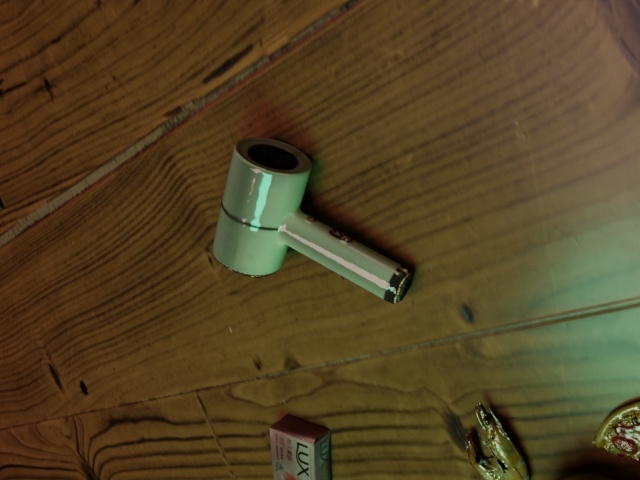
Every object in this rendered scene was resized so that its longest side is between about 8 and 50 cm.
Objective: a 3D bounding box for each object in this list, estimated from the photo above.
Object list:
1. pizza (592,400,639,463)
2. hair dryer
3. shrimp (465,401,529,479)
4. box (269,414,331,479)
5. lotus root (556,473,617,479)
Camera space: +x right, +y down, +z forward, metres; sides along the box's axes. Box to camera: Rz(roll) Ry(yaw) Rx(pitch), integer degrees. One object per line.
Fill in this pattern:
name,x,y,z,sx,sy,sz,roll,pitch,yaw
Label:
pizza,0.409,0.247,0.836,0.100,0.029,0.099,17,115,33
hair dryer,0.000,0.000,1.020,0.362,0.128,0.203,28,121,18
shrimp,0.258,0.314,0.981,0.095,0.045,0.163,-16,102,61
box,-0.036,0.419,1.232,0.111,0.060,0.156,9,112,34
lotus root,0.351,0.397,0.867,0.154,0.140,0.257,31,134,10
